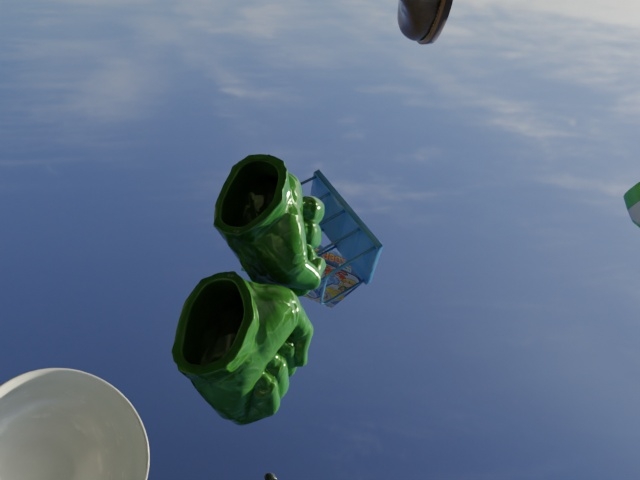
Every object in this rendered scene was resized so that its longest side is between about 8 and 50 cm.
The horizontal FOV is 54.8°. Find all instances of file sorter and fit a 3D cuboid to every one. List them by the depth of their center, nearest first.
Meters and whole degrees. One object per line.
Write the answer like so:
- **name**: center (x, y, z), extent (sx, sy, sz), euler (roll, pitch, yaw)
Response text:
- **file sorter**: center (0.000, 0.000, 0.990), extent (0.104, 0.118, 0.170), euler (-29, -114, -21)

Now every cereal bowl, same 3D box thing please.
- **cereal bowl**: center (-0.510, 0.421, 1.169), extent (0.339, 0.141, 0.339), euler (29, -141, -26)

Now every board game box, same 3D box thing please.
- **board game box**: center (-0.031, 0.051, 1.155), extent (0.201, 0.136, 0.035), euler (24, -128, -16)

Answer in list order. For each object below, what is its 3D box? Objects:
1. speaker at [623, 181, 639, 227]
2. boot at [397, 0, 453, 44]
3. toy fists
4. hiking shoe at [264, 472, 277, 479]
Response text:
- **speaker**: center (0.537, 0.037, 0.824), extent (0.131, 0.131, 0.297), euler (-17, -109, -25)
- **boot**: center (0.081, -0.300, 0.620), extent (0.115, 0.305, 0.112), euler (-11, -106, 3)
- **toy fists**: center (-0.057, 0.050, 0.650), extent (0.096, 0.142, 0.279), euler (-1, -123, 18)
- **hiking shoe**: center (-0.114, 0.438, 0.802), extent (0.304, 0.132, 0.113), euler (-57, -148, -4)
